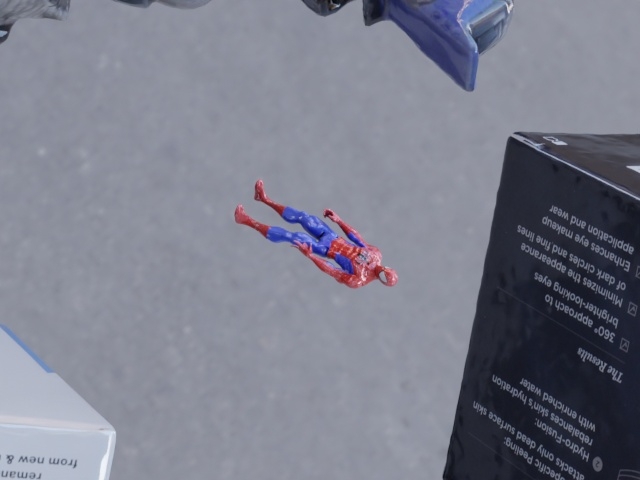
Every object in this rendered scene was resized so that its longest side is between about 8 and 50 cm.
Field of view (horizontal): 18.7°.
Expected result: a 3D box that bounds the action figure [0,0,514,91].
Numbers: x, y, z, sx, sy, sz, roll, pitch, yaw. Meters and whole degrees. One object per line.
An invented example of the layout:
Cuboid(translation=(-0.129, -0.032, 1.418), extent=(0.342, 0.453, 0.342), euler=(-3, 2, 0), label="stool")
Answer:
Cuboid(translation=(-0.009, -0.158, 0.843), extent=(0.330, 0.178, 0.341), euler=(-24, 59, -24), label="action figure")

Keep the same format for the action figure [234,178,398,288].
Cuboid(translation=(0.000, 0.000, 1.248), extent=(0.115, 0.030, 0.038), euler=(29, 59, 16), label="action figure")

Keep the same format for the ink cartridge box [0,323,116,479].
Cuboid(translation=(-0.278, 0.265, 1.260), extent=(0.166, 0.395, 0.285), euler=(8, 8, -25), label="ink cartridge box")

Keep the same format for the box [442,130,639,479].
Cuboid(translation=(0.138, 0.053, 0.759), extent=(0.093, 0.158, 0.156), euler=(-1, 20, -33), label="box")
